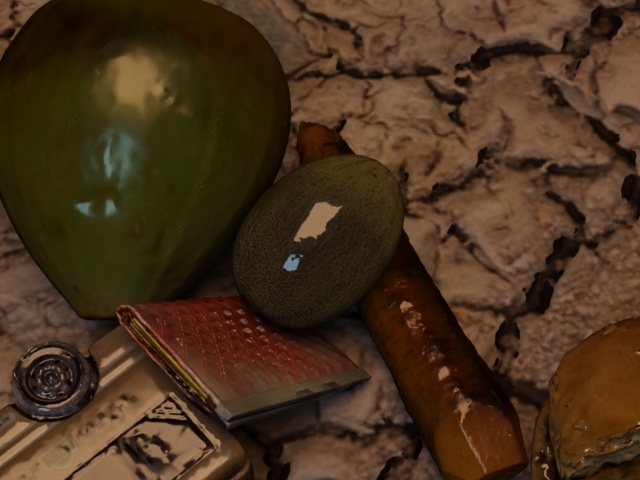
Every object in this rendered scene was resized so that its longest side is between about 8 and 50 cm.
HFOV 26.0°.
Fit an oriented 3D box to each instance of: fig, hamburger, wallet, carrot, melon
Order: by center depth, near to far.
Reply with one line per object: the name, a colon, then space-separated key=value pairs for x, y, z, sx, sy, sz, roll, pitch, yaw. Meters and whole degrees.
wallet: x=-0.046 y=0.071 z=0.897 sx=0.103 sy=0.196 sz=0.020 roll=42 pitch=108 yaw=18
hamburger: x=0.258 y=0.094 z=0.901 sx=0.262 sy=0.124 sz=0.130 roll=-9 pitch=53 yaw=-12
melon: x=0.000 y=0.000 z=0.922 sx=0.131 sy=0.098 sz=0.098 roll=-42 pitch=68 yaw=-4
fig: x=-0.135 y=-0.067 z=0.951 sx=0.207 sy=0.207 sz=0.230 roll=30 pitch=73 yaw=16
carrot: x=0.053 y=0.031 z=0.976 sx=0.066 sy=0.066 sz=0.314 roll=-20 pitch=62 yaw=-11

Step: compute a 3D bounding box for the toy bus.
toy bus: x=-0.184 y=0.192 z=0.841 sx=0.289 sy=0.139 sz=0.157 roll=-37 pitch=67 yaw=-22
